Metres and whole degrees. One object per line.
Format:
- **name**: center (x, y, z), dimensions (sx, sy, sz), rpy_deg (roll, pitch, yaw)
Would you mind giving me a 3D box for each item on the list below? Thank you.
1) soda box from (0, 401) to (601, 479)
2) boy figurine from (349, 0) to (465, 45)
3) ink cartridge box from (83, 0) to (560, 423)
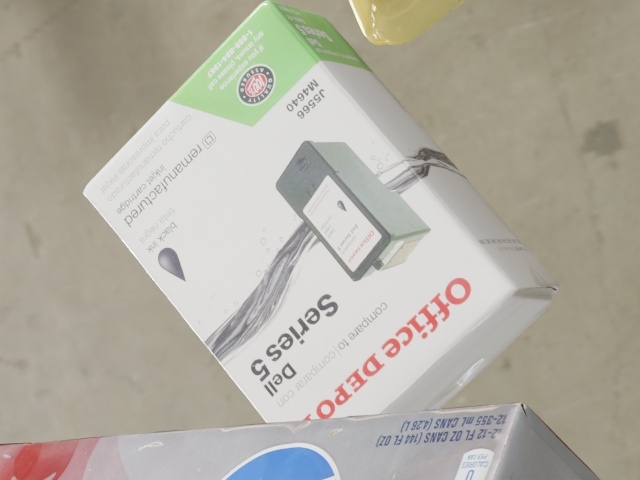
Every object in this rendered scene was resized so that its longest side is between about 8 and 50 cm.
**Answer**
- **soda box**: center (-0.027, 0.118, 0.584), dimensions (0.263, 0.092, 0.083), rpy_deg (-10, 136, 45)
- **boy figurine**: center (0.037, -0.241, 0.896), dimensions (0.177, 0.092, 0.285), rpy_deg (-3, 103, 41)
- **ink cartridge box**: center (0.000, 0.000, 1.276), dimensions (0.198, 0.115, 0.273), rpy_deg (-45, 73, 15)
